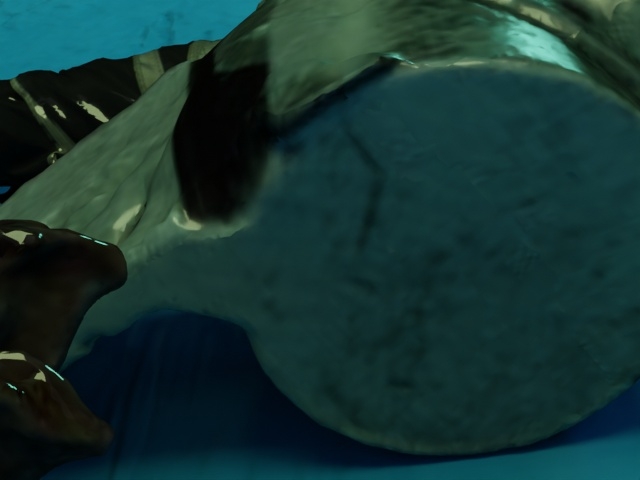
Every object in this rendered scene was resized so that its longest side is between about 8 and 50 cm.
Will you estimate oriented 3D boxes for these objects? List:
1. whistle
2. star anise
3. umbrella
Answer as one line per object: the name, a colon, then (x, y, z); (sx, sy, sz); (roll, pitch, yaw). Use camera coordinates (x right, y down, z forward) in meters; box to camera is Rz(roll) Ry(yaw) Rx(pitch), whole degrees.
whistle: (-0.020, -0.021, 0.654); (0.404, 0.188, 0.168); (-8, 32, 1)
star anise: (-0.174, 0.078, 0.508); (0.236, 0.109, 0.223); (-8, 53, 56)
umbrella: (-0.156, -0.051, 0.842); (0.357, 0.106, 0.113); (-6, 22, 17)
